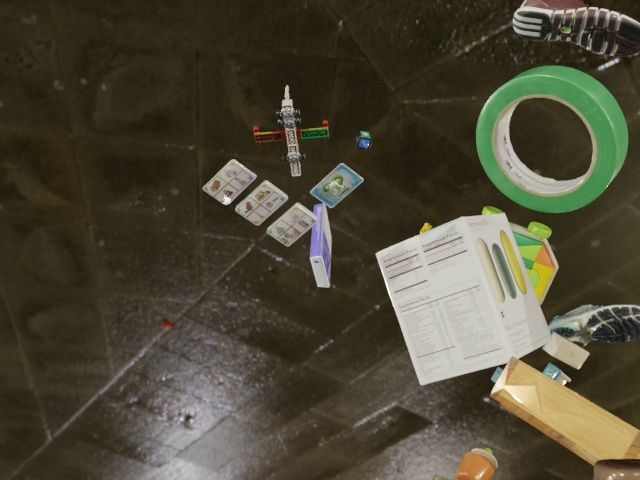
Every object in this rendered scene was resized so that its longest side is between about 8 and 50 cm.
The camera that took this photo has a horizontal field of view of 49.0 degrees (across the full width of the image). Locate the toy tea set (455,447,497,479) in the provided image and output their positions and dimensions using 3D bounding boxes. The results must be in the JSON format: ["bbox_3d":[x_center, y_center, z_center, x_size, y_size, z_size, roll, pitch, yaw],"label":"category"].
[{"bbox_3d":[0.433,0.598,1.578,0.200,0.124,0.336,-3,119,43],"label":"toy tea set"}]

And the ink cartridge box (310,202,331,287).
[{"bbox_3d":[0.000,0.000,2.100,0.045,0.206,0.208,-2,142,6],"label":"ink cartridge box"}]

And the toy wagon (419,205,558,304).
[{"bbox_3d":[0.409,0.051,1.769,0.344,0.068,0.267,20,111,6],"label":"toy wagon"}]

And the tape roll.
[{"bbox_3d":[0.507,-0.221,1.561,0.321,0.077,0.321,24,132,30],"label":"tape roll"}]

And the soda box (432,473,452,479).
[{"bbox_3d":[0.356,0.641,1.723,0.181,0.061,0.058,15,-176,18],"label":"soda box"}]

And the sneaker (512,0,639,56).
[{"bbox_3d":[0.573,-0.501,1.520,0.281,0.162,0.106,16,149,13],"label":"sneaker"}]

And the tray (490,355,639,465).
[{"bbox_3d":[0.430,0.297,1.103,0.076,0.203,0.411,-59,143,-1],"label":"tray"}]

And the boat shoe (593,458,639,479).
[{"bbox_3d":[0.403,0.281,0.731,0.257,0.095,0.095,4,171,-9],"label":"boat shoe"}]

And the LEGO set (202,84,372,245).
[{"bbox_3d":[-0.039,-0.117,1.095,0.182,0.060,0.244,34,122,-26],"label":"LEGO set"}]

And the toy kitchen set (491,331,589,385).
[{"bbox_3d":[0.551,0.320,1.823,0.122,0.166,0.207,28,97,-34],"label":"toy kitchen set"}]

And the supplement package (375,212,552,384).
[{"bbox_3d":[0.272,0.106,1.328,0.198,0.262,0.199,-25,169,36],"label":"supplement package"}]

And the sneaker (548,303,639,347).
[{"bbox_3d":[0.731,0.206,1.862,0.283,0.122,0.110,-19,109,34],"label":"sneaker"}]
